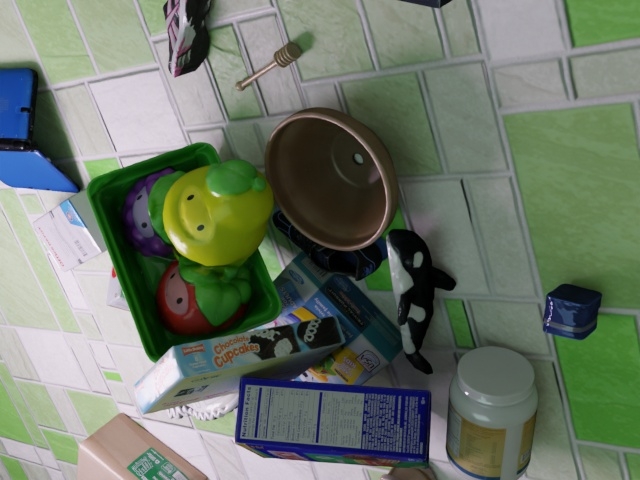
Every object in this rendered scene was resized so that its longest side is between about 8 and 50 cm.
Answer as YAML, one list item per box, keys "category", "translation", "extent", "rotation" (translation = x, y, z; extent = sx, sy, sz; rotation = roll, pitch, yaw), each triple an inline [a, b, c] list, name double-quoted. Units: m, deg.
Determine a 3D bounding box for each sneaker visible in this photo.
- category: "sneaker"
  translation: [-0.234, -0.368, 1.407]
  extent: [0.077, 0.072, 0.178]
  rotation: [39, 129, 28]
- category: "sneaker"
  translation: [-0.273, 0.341, 1.888]
  extent: [0.292, 0.110, 0.118]
  rotation: [-12, 101, 42]
- category: "sneaker"
  translation: [0.000, 0.000, 1.439]
  extent: [0.232, 0.090, 0.081]
  rotation: [21, 129, 27]

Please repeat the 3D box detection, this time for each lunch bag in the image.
- category: "lunch bag"
  translation: [0.370, 0.108, 1.214]
  extent: [0.067, 0.098, 0.065]
  rotation: [15, 108, 33]

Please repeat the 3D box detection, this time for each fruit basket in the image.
- category: "fruit basket"
  translation: [-0.220, -0.001, 1.421]
  extent: [0.392, 0.283, 0.391]
  rotation: [159, 90, -78]

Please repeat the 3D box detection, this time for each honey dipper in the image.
- category: "honey dipper"
  translation: [-0.091, -0.282, 1.370]
  extent: [0.161, 0.030, 0.030]
  rotation: [-22, 103, 49]

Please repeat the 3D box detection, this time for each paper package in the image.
- category: "paper package"
  translation: [-0.495, 0.677, 2.243]
  extent: [0.325, 0.168, 0.309]
  rotation: [33, 134, 18]

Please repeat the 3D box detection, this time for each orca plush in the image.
- category: "orca plush"
  translation: [0.175, 0.097, 1.361]
  extent: [0.102, 0.151, 0.287]
  rotation: [-7, 114, 7]

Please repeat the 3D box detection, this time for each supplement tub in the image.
- category: "supplement tub"
  translation: [0.283, 0.290, 1.370]
  extent: [0.144, 0.144, 0.199]
  rotation: [18, 128, 29]

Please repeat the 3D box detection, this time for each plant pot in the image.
- category: "plant pot"
  translation: [0.036, -0.112, 1.322]
  extent: [0.237, 0.110, 0.237]
  rotation: [21, 130, 27]

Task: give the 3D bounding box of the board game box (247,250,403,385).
- category: "board game box"
  translation: [-0.024, 0.195, 1.599]
  extent: [0.254, 0.079, 0.336]
  rotation: [46, 136, 4]

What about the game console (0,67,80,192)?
- category: "game console"
  translation: [-0.682, -0.245, 1.869]
  extent: [0.293, 0.173, 0.250]
  rotation: [6, 91, 35]

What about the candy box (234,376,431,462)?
- category: "candy box"
  translation: [0.032, 0.324, 1.443]
  extent: [0.317, 0.122, 0.268]
  rotation: [3, 162, 9]

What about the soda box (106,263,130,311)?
- category: "soda box"
  translation: [-0.377, 0.034, 1.685]
  extent: [0.074, 0.216, 0.069]
  rotation: [20, 148, -33]

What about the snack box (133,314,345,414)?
- category: "snack box"
  translation: [-0.136, 0.212, 1.418]
  extent: [0.187, 0.322, 0.060]
  rotation: [-43, 62, 46]

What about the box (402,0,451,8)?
- category: "box"
  translation: [0.121, -0.370, 1.043]
  extent: [0.156, 0.158, 0.093]
  rotation: [21, 129, 28]

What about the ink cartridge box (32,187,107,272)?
- category: "ink cartridge box"
  translation: [-0.549, -0.023, 1.872]
  extent: [0.191, 0.082, 0.139]
  rotation: [-21, 103, 46]

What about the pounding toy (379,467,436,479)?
- category: "pounding toy"
  translation: [0.147, 0.531, 1.633]
  extent: [0.154, 0.155, 0.269]
  rotation: [50, 137, -6]
